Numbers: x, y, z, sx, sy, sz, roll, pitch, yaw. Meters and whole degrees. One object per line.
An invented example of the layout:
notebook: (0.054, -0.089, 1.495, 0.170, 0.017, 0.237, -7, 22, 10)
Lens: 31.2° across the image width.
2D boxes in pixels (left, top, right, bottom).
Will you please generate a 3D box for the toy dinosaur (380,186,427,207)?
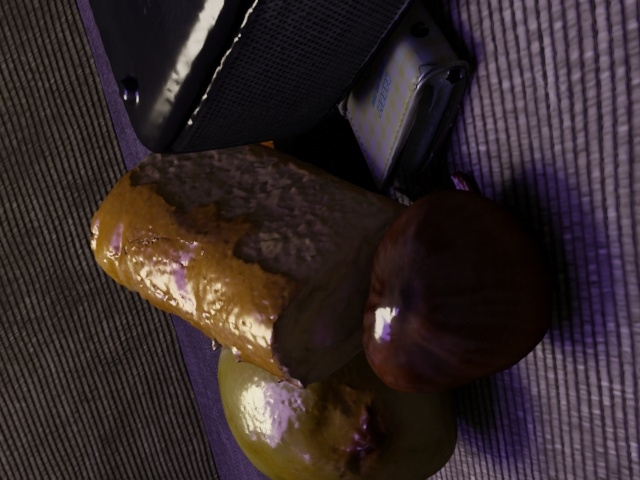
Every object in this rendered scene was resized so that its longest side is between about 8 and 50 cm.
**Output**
toy dinosaur: (0.122, -0.011, 1.358, 0.106, 0.044, 0.187, 56, 167, -8)

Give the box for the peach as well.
peach: (0.023, 0.174, 1.443, 0.315, 0.314, 0.282, -33, -49, -70)

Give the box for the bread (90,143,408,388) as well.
bread: (-0.081, 0.014, 1.311, 0.375, 0.236, 0.165, 24, 150, 42)

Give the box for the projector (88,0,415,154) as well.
projector: (-0.091, -0.341, 1.118, 0.405, 0.242, 0.395, -48, 57, 57)

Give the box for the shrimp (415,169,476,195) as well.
shrimp: (0.140, -0.053, 1.261, 0.127, 0.025, 0.091, 50, 156, 38)

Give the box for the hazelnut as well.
hazelnut: (0.134, 0.059, 1.125, 0.210, 0.186, 0.210, -161, 90, -80)

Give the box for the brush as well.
brush: (0.017, -0.079, 1.456, 0.059, 0.123, 0.197, 38, 147, 55)

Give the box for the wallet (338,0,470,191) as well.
wallet: (0.047, -0.234, 1.251, 0.223, 0.077, 0.309, 102, 145, -57)

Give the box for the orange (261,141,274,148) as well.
orange: (-0.094, -0.198, 1.610, 0.177, 0.155, 0.177, 50, 158, 29)
